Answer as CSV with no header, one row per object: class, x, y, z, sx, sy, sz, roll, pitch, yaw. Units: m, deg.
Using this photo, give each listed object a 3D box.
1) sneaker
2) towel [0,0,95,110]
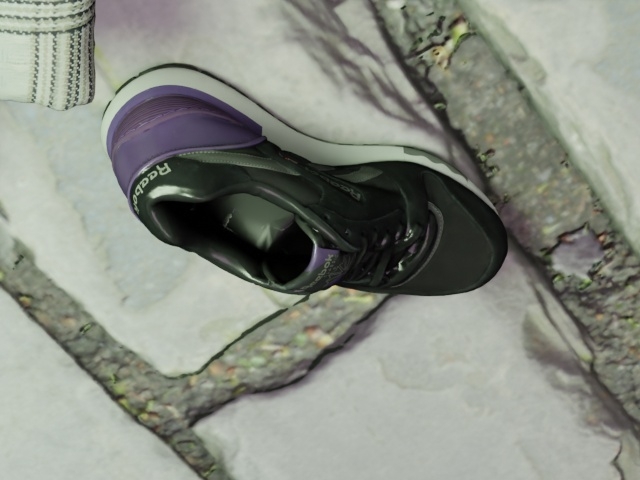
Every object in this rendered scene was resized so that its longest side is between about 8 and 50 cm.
sneaker,0.000,0.000,1.125,0.283,0.124,0.107,17,120,-28
towel,-0.264,-0.210,0.875,0.324,0.056,0.312,7,126,1
